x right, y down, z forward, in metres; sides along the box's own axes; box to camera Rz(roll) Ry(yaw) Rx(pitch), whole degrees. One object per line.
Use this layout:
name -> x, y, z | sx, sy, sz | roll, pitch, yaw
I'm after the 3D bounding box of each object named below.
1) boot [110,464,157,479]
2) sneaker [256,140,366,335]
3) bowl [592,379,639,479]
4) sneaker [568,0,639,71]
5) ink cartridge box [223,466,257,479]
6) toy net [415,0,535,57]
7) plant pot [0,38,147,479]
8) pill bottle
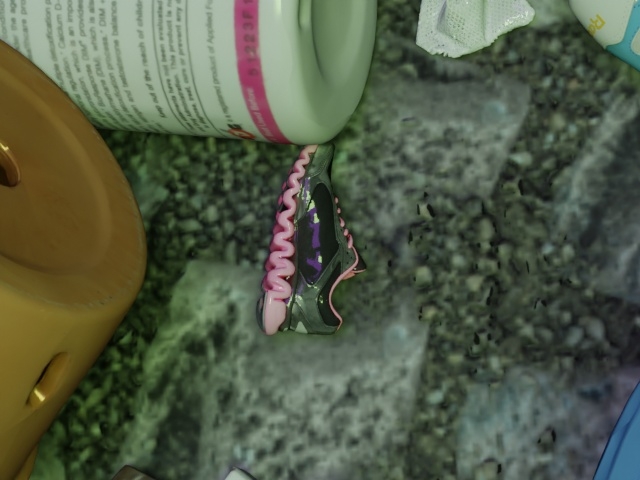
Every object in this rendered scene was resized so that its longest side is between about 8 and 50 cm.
boot -> -0.143, 0.160, 1.013 | 0.114, 0.037, 0.106 | -44, 81, 5
sneaker -> 0.000, 0.000, 1.011 | 0.057, 0.047, 0.119 | 11, 81, -4
bowl -> 0.283, 0.148, 0.610 | 0.391, 0.077, 0.391 | 0, 83, 3
sneaker -> 0.237, -0.186, 0.964 | 0.229, 0.087, 0.092 | -41, 78, 10
ink cartridge box -> -0.030, 0.266, 0.950 | 0.206, 0.045, 0.208 | 37, 87, 21
toy net -> 0.114, -0.216, 1.022 | 0.122, 0.045, 0.232 | 36, 89, 20
plant pot -> -0.227, 0.015, 0.912 | 0.203, 0.291, 0.291 | -39, 69, 24
pill bottle -> -0.122, -0.143, 1.011 | 0.283, 0.160, 0.160 | 5, 79, 18
